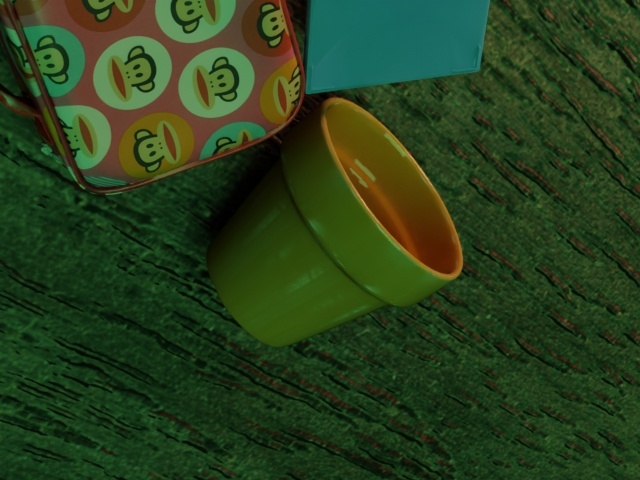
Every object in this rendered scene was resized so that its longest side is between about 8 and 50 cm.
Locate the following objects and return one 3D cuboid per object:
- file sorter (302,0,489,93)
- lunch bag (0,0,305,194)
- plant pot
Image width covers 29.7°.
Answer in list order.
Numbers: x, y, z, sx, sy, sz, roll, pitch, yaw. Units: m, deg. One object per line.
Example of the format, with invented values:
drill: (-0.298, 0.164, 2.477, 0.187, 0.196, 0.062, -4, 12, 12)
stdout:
file sorter: (0.050, -0.214, 1.069, 0.170, 0.104, 0.118, -10, 126, -21)
lunch bag: (-0.160, -0.184, 0.964, 0.258, 0.120, 0.293, -24, 128, -16)
plant pot: (0.000, 0.000, 1.152, 0.188, 0.205, 0.205, -36, 133, 22)
